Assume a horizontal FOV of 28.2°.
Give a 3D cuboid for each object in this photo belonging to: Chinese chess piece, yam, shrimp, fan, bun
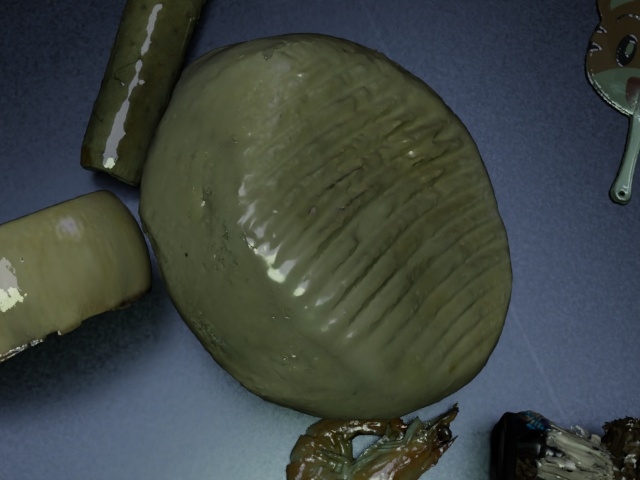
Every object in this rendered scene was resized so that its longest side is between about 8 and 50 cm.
[{"bbox_3d":[-0.271,0.044,1.090,0.257,0.257,0.104,-23,94,-6],"label":"Chinese chess piece"},{"bbox_3d":[-0.148,-0.233,1.237,0.083,0.083,0.371,19,78,2],"label":"yam"},{"bbox_3d":[0.051,0.197,1.185,0.180,0.041,0.099,-28,66,-5],"label":"shrimp"},{"bbox_3d":[0.325,-0.143,1.268,0.152,0.008,0.226,19,78,2],"label":"fan"},{"bbox_3d":[0.000,0.000,1.107,0.362,0.234,0.326,38,47,-24],"label":"bun"}]

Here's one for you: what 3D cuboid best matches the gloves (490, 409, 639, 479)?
[{"bbox_3d":[0.300,0.224,1.097,0.312,0.210,0.135,24,56,2],"label":"gloves"}]
